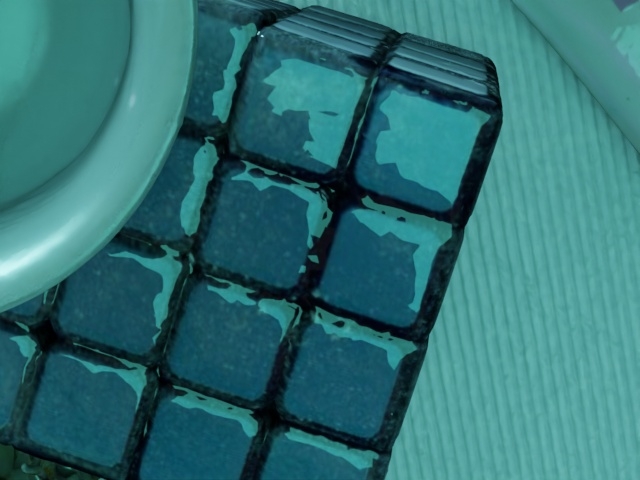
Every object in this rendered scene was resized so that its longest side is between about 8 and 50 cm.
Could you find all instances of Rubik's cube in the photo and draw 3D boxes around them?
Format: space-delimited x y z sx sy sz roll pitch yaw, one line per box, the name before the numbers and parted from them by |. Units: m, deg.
Rubik's cube | -0.070 -0.014 1.221 0.337 0.344 0.345 17 101 2

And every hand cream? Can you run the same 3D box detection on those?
hand cream | 0.310 -0.139 1.385 0.185 0.118 0.359 -35 95 4

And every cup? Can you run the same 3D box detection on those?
cup | -0.237 -0.132 0.963 0.347 0.163 0.347 0 99 1

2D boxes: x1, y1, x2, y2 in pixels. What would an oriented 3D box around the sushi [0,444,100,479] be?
sushi | -0.370 0.248 1.340 0.417 0.176 0.418 -1 100 -6
